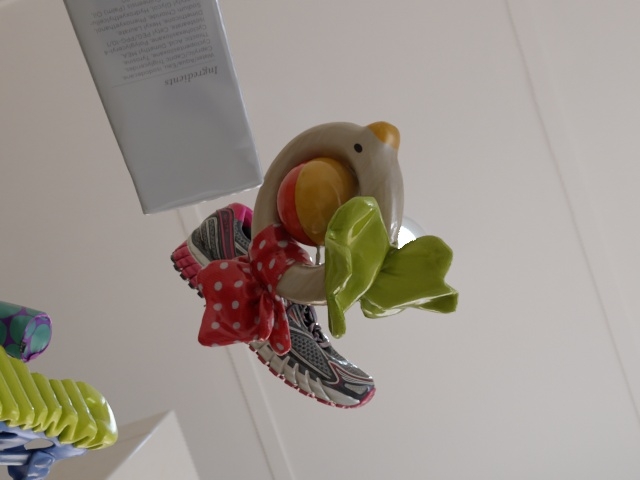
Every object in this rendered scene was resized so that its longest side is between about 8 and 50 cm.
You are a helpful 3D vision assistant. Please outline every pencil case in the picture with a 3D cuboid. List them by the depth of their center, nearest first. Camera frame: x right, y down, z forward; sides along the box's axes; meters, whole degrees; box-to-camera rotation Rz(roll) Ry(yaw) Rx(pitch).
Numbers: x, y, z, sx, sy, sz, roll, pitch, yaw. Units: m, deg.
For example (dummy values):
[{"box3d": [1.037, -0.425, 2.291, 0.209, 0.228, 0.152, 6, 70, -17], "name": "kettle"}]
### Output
[{"box3d": [-0.420, 0.106, 0.922, 0.152, 0.064, 0.070, 14, -92, 7], "name": "pencil case"}]

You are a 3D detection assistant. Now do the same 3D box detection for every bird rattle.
[{"box3d": [0.000, 0.000, 0.653, 0.143, 0.254, 0.206, 17, -107, -36], "name": "bird rattle"}]

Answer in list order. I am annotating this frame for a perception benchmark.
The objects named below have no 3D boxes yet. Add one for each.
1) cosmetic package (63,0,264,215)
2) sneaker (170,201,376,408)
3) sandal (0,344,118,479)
[{"box3d": [-0.105, -0.142, 0.436, 0.086, 0.117, 0.231, -16, -55, -7], "name": "cosmetic package"}, {"box3d": [-0.047, 0.078, 0.868, 0.299, 0.121, 0.112, 44, -88, 14], "name": "sneaker"}, {"box3d": [-0.378, 0.210, 0.859, 0.138, 0.317, 0.126, -38, -130, 0], "name": "sandal"}]
